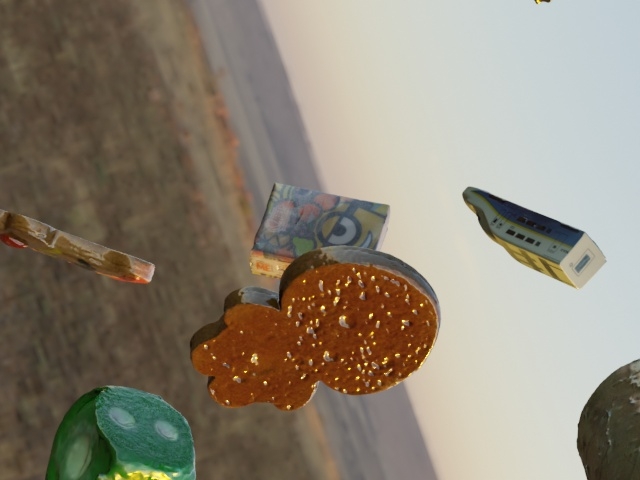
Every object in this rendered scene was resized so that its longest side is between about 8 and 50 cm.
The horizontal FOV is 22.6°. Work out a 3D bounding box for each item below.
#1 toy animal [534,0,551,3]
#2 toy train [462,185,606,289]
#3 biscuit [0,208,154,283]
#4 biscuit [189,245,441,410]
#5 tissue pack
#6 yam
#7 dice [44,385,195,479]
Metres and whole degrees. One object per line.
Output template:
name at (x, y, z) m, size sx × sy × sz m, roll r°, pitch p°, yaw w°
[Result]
toy animal at (0.221, -0.306, 1.593) m, size 0.047 × 0.065 × 0.135 m, roll -21°, pitch 98°, yaw -55°
toy train at (0.216, -0.009, 1.746) m, size 0.052 × 0.051 × 0.234 m, roll 48°, pitch -11°, yaw -32°
biscuit at (-0.310, 0.000, 1.761) m, size 0.165 × 0.250 × 0.036 m, roll 175°, pitch -65°, yaw -75°
biscuit at (-0.004, 0.062, 1.103) m, size 0.026 × 0.175 × 0.124 m, roll -91°, pitch 160°, yaw -55°
tissue pack at (0.000, 0.000, 1.909) m, size 0.060 × 0.148 × 0.108 m, roll 86°, pitch 19°, yaw -55°
yam at (0.311, 0.209, 1.337) m, size 0.268 × 0.161 × 0.161 m, roll -91°, pitch 163°, yaw -76°
dice at (-0.210, 0.239, 1.686) m, size 0.128 × 0.120 × 0.131 m, roll -60°, pitch -148°, yaw 24°
